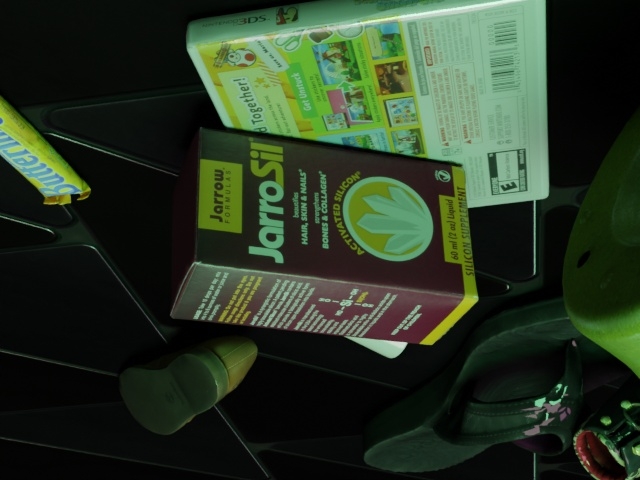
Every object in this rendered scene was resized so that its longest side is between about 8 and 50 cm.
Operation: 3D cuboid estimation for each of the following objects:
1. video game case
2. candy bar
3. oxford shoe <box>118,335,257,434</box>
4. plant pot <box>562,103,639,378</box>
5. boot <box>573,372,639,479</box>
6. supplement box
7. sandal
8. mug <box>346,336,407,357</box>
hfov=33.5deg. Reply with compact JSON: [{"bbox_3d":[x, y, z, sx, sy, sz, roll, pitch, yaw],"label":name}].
[{"bbox_3d":[0.044,-0.080,0.698,0.207,0.026,0.227,-7,151,9],"label":"video game case"},{"bbox_3d":[-0.207,-0.069,0.714,0.040,0.018,0.161,-10,149,15],"label":"candy bar"},{"bbox_3d":[-0.130,0.139,1.045,0.076,0.076,0.212,-30,-175,-40],"label":"oxford shoe"},{"bbox_3d":[0.341,0.037,0.586,0.353,0.366,0.366,31,144,-8],"label":"plant pot"},{"bbox_3d":[0.325,0.127,0.937,0.179,0.085,0.236,-36,161,-18],"label":"boot"},{"bbox_3d":[0.000,0.000,0.706,0.188,0.104,0.081,7,150,-16],"label":"supplement box"},{"bbox_3d":[0.190,0.181,1.088,0.168,0.107,0.445,9,148,-20],"label":"sandal"},{"bbox_3d":[0.039,0.068,0.931,0.064,0.062,0.078,18,139,-17],"label":"mug"}]
